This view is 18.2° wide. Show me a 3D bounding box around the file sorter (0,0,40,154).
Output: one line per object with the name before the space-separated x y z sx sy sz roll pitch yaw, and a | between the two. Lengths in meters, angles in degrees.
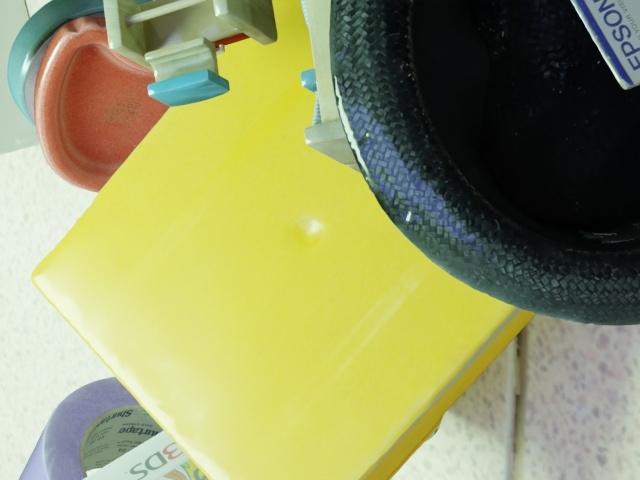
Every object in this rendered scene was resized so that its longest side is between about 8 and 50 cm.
file sorter | -0.368 -0.185 1.621 0.173 0.193 0.277 -8 98 48

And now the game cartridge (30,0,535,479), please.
game cartridge | 0.000 0.000 1.314 0.323 0.053 0.285 -49 66 10

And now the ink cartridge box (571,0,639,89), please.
ink cartridge box | 0.195 -0.211 1.050 0.223 0.224 0.045 62 169 9

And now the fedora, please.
fedora | 0.149 -0.107 1.124 0.334 0.334 0.152 62 168 8

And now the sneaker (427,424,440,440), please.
sneaker | 0.012 0.024 1.390 0.235 0.094 0.153 52 143 31

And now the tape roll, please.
tape roll | -0.134 0.200 1.528 0.189 0.189 0.080 49 131 21

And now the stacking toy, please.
stacking toy | -0.191 -0.191 1.406 0.279 0.309 0.130 -54 40 22

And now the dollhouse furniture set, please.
dollhouse furniture set | -0.017 -0.100 1.241 0.184 0.129 0.129 -13 75 21

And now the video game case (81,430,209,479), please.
video game case | -0.041 0.219 1.435 0.227 0.206 0.026 49 151 20
